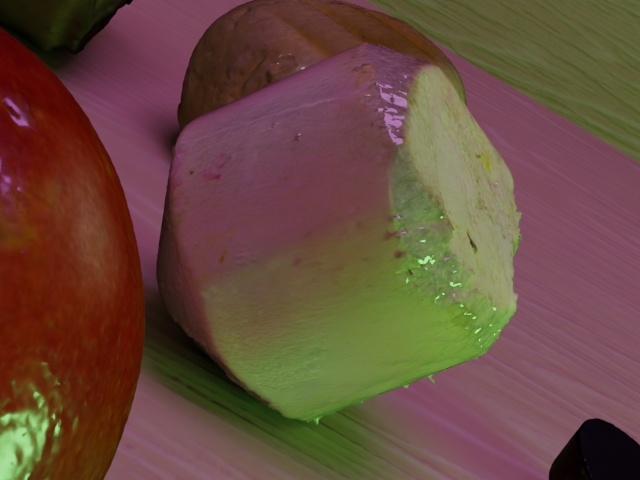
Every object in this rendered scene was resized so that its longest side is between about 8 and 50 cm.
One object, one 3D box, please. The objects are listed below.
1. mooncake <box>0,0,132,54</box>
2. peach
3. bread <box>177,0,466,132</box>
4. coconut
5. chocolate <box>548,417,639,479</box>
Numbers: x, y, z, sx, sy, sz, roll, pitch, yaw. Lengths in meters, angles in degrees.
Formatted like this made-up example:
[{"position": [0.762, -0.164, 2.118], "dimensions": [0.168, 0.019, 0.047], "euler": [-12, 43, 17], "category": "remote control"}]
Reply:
[{"position": [-0.265, -0.413, 2.111], "dimensions": [0.246, 0.394, 0.393], "euler": [32, 4, 1], "category": "mooncake"}, {"position": [-0.268, 0.048, 0.997], "dimensions": [0.388, 0.388, 0.388], "euler": [27, 19, -10], "category": "peach"}, {"position": [0.005, -0.148, 2.079], "dimensions": [0.320, 0.237, 0.320], "euler": [25, 16, -8], "category": "bread"}, {"position": [0.000, 0.000, 1.621], "dimensions": [0.297, 0.309, 0.297], "euler": [43, 36, -44], "category": "coconut"}, {"position": [0.272, 0.250, 1.714], "dimensions": [0.149, 0.080, 0.125], "euler": [40, 31, 7], "category": "chocolate"}]
